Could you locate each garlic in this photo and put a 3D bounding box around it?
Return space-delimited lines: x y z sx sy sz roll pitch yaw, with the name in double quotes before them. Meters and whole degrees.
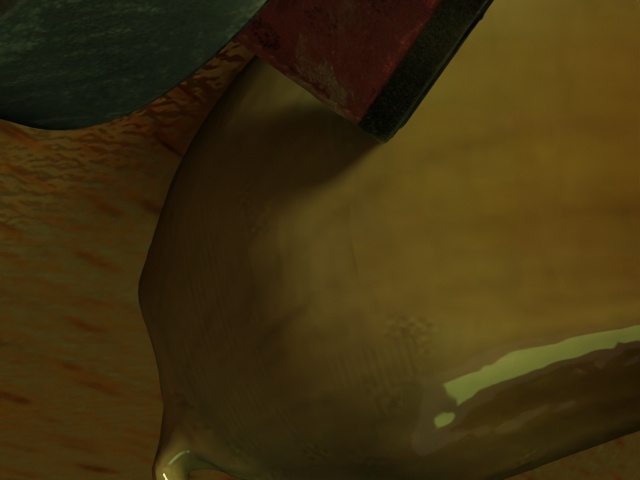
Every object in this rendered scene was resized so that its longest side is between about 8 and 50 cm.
"garlic" 0.079 0.007 0.672 0.340 0.246 0.231 -28 172 9

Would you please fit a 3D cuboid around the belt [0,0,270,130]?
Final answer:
"belt" -0.063 -0.113 0.396 0.190 0.141 0.082 -42 151 29

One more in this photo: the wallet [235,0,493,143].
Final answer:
"wallet" 0.024 -0.135 0.480 0.025 0.119 0.232 -52 178 -42
